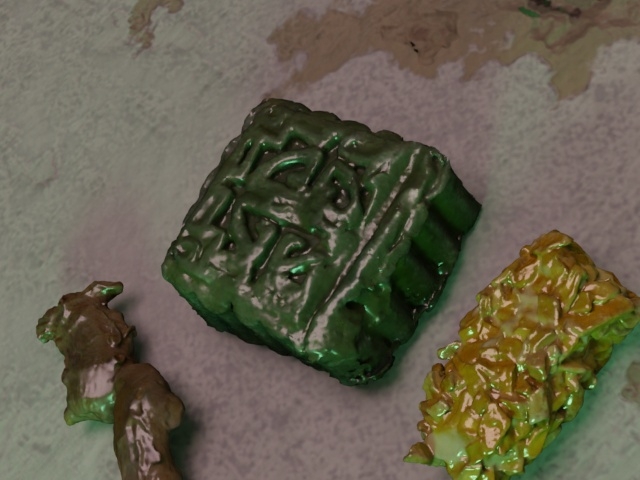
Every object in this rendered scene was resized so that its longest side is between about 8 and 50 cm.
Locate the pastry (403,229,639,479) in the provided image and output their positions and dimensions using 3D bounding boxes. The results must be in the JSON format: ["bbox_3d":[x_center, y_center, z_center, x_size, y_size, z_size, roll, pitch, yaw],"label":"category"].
[{"bbox_3d":[0.167,0.112,1.413,0.250,0.102,0.154,-49,51,-4],"label":"pastry"}]

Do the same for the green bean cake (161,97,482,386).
[{"bbox_3d":[0.000,0.000,1.556,0.255,0.132,0.241,23,72,36],"label":"green bean cake"}]

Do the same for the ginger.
[{"bbox_3d":[-0.205,0.159,1.598,0.122,0.084,0.290,-33,53,-1],"label":"ginger"}]
